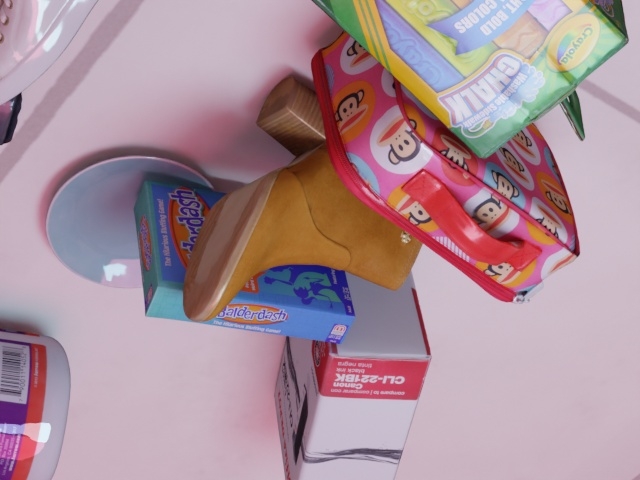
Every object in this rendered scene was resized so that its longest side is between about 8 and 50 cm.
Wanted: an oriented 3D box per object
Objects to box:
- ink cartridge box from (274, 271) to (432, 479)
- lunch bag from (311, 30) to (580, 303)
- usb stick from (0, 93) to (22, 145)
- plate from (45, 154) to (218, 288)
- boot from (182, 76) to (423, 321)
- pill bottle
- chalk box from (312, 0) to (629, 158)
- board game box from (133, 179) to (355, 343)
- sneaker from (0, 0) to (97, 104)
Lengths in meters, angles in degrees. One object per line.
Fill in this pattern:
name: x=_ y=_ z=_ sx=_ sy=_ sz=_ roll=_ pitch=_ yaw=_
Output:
ink cartridge box: x=0.029 y=0.154 z=1.803 sx=0.114 sy=0.197 sz=0.273 roll=2 pitch=132 yaw=-11
lunch bag: x=0.129 y=-0.072 z=1.569 sx=0.120 sy=0.258 sz=0.293 roll=-39 pitch=128 yaw=23
usb stick: x=-0.423 y=-0.148 z=1.536 sx=0.278 sy=0.045 sz=0.077 roll=12 pitch=130 yaw=-20
plate: x=-0.197 y=-0.024 z=1.712 sx=0.188 sy=0.024 sz=0.188 roll=-6 pitch=134 yaw=-7
boot: x=0.000 y=0.000 z=1.603 sx=0.211 sy=0.295 sz=0.104 roll=37 pitch=149 yaw=-25
pill bottle: x=-0.442 y=0.172 z=1.737 sx=0.323 sy=0.181 sz=0.181 roll=10 pitch=130 yaw=-19
chalk box: x=0.156 y=-0.213 z=1.453 sx=0.289 sy=0.180 sz=0.179 roll=40 pitch=116 yaw=-21
board game box: x=-0.080 y=0.021 z=1.651 sx=0.210 sy=0.160 sz=0.047 roll=9 pitch=131 yaw=-21
sneaker: x=-0.253 y=-0.251 z=1.443 sx=0.123 sy=0.106 sz=0.290 roll=32 pitch=109 yaw=-30
